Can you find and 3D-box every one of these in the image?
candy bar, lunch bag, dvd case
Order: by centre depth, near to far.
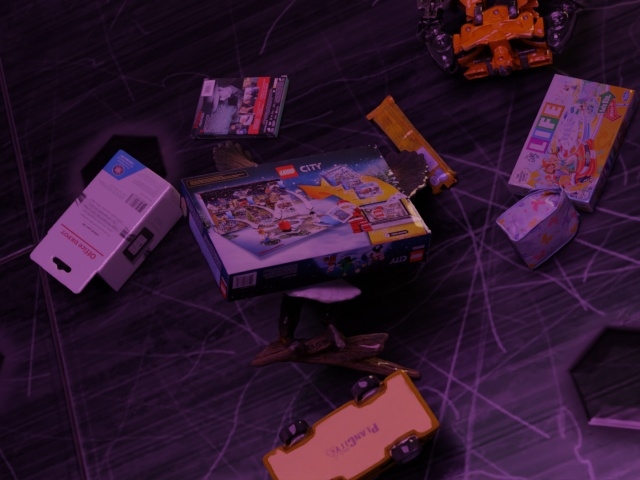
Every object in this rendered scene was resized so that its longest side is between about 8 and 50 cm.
[{"bbox_3d":[0.250,-0.020,1.948,0.083,0.071,0.053,-38,52,2],"label":"lunch bag"},{"bbox_3d":[0.111,-0.117,2.087,0.040,0.018,0.161,-40,57,2],"label":"candy bar"},{"bbox_3d":[-0.104,-0.171,2.206,0.119,0.013,0.087,0,64,21],"label":"dvd case"}]

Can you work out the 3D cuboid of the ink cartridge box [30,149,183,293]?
[{"bbox_3d":[-0.266,-0.012,2.158,0.104,0.060,0.180,35,80,32],"label":"ink cartridge box"}]

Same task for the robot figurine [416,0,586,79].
[{"bbox_3d":[0.223,-0.319,2.111,0.211,0.085,0.291,-9,60,18],"label":"robot figurine"}]

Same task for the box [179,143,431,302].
[{"bbox_3d":[-0.018,-0.022,1.859,0.233,0.044,0.159,-11,44,-19],"label":"box"}]

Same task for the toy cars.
[{"bbox_3d":[0.007,0.324,1.856,0.176,0.087,0.394,14,74,15],"label":"toy cars"}]

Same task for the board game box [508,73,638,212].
[{"bbox_3d":[0.296,-0.115,2.006,0.103,0.026,0.154,15,70,28],"label":"board game box"}]

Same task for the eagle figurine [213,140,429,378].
[{"bbox_3d":[-0.007,0.003,1.972,0.225,0.226,0.298,-14,64,39],"label":"eagle figurine"}]
